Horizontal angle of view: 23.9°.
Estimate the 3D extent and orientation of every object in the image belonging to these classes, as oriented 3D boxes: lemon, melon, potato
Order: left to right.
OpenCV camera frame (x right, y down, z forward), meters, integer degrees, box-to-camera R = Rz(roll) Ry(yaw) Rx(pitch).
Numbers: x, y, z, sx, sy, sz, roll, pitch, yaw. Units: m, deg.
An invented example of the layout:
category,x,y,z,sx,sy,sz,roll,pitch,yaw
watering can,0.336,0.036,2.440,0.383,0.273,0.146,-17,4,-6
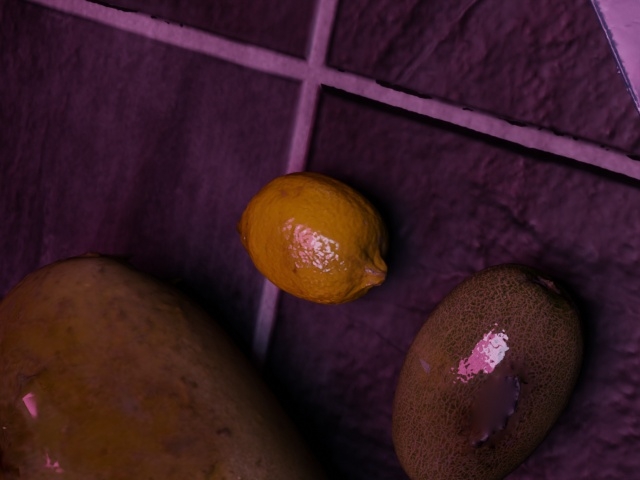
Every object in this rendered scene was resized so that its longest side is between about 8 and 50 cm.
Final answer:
category,x,y,z,sx,sy,sz,roll,pitch,yaw
potato,-0.127,0.188,1.013,0.270,0.219,0.359,-38,68,21
lemon,0.000,0.000,0.981,0.111,0.082,0.082,24,109,25
melon,0.098,0.088,0.917,0.099,0.099,0.162,39,118,24

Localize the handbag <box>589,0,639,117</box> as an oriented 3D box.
category,x,y,z,sx,sy,sz,roll,pitch,yaw
handbag,0.214,-0.166,0.836,0.144,0.057,0.221,-23,83,29
